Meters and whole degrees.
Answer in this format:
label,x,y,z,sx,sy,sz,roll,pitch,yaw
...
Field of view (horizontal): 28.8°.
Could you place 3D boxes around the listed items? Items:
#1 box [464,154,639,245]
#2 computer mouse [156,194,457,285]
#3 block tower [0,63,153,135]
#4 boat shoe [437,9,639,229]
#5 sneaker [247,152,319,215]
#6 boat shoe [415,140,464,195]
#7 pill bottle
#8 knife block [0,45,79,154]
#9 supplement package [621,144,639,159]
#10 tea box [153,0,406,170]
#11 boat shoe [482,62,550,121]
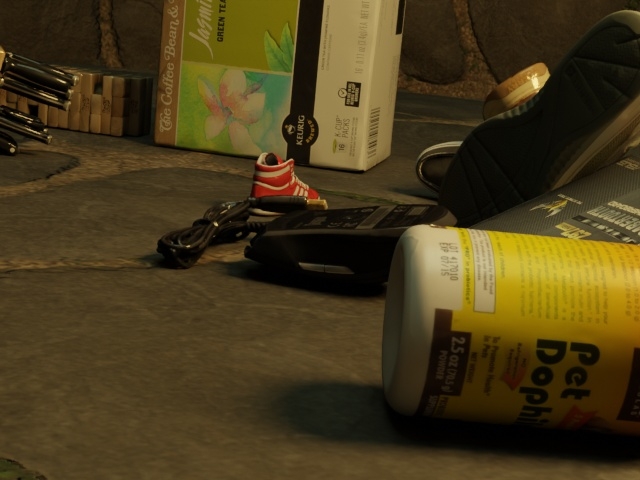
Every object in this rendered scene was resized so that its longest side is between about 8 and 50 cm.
label,x,y,z,sx,sy,sz,roll,pitch,yaw
box,0.239,0.003,1.037,0.183,0.059,0.232,-24,16,-6
computer mouse,0.000,0.000,1.123,0.261,0.060,0.184,-3,13,14
block tower,-0.432,-0.227,1.914,0.335,0.097,0.091,7,11,10
boat shoe,0.234,-0.092,1.199,0.103,0.320,0.118,4,51,-38
sneaker,-0.036,-0.066,1.392,0.042,0.067,0.118,14,14,31
boat shoe,0.211,-0.069,1.536,0.228,0.080,0.076,21,15,26
pill bottle,0.149,0.057,0.758,0.214,0.117,0.117,5,11,-3
knife block,-0.449,-0.228,1.571,0.242,0.276,0.088,-27,19,-10
supplement package,0.417,-0.086,1.270,0.177,0.175,0.293,4,-6,-9
tea box,-0.053,-0.291,1.836,0.323,0.329,0.220,7,12,13
boat shoe,0.290,-0.118,1.650,0.123,0.123,0.342,-33,-16,-2
